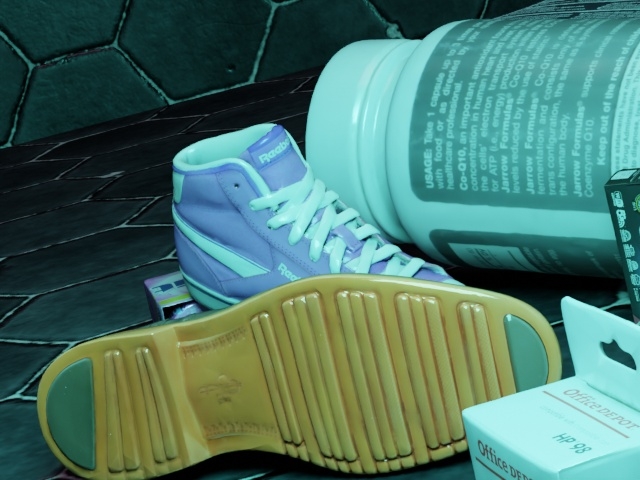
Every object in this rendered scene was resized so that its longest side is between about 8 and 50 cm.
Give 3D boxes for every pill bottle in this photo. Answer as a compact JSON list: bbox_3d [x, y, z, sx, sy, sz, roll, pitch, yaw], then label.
[{"bbox_3d":[0.181,-0.075,1.450,0.361,0.204,0.204,5,20,35],"label":"pill bottle"}]

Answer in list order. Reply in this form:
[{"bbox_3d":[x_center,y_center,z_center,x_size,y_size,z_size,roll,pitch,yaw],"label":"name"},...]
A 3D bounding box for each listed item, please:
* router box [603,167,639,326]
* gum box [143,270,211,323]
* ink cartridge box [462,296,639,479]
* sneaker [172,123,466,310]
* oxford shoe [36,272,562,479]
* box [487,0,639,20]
[{"bbox_3d":[0.258,0.007,1.270,0.092,0.122,0.038,-5,19,35],"label":"router box"},{"bbox_3d":[-0.045,0.049,1.527,0.188,0.062,0.107,-15,13,-10],"label":"gum box"},{"bbox_3d":[0.113,0.123,0.760,0.060,0.180,0.104,-16,12,-14],"label":"ink cartridge box"},{"bbox_3d":[-0.001,0.000,1.364,0.282,0.161,0.102,16,40,28],"label":"sneaker"},{"bbox_3d":[-0.006,0.081,1.213,0.364,0.130,0.133,-6,6,24],"label":"oxford shoe"},{"bbox_3d":[0.255,-0.129,1.739,0.294,0.182,0.296,-23,17,-35],"label":"box"}]
